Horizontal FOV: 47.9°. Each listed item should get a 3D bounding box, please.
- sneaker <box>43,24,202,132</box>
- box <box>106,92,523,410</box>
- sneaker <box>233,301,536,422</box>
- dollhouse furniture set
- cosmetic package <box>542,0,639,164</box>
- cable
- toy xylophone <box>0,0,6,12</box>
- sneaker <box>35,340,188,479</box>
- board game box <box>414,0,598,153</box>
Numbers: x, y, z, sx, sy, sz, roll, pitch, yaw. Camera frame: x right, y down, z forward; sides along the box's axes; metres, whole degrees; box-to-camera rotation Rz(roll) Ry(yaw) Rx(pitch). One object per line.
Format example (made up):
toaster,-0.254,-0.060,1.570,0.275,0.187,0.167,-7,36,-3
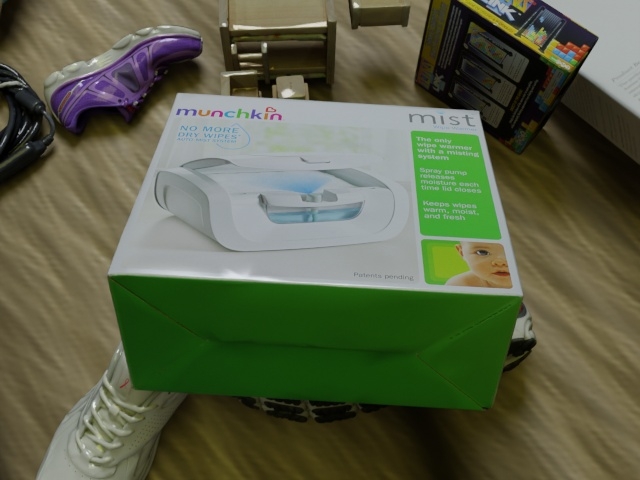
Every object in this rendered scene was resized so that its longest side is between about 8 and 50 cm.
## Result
sneaker,-0.193,-0.162,0.739,0.170,0.068,0.071,-28,88,-2
box,0.000,0.000,0.564,0.262,0.126,0.231,4,41,1
sneaker,0.045,0.082,0.643,0.279,0.107,0.118,-8,53,-8
dollhouse furniture set,-0.003,-0.160,0.705,0.182,0.101,0.160,-3,63,-2
cosmetic package,0.295,-0.163,0.674,0.117,0.085,0.231,-34,47,4
cable,-0.368,-0.106,0.713,0.184,0.047,0.150,-40,75,-13
toy xylophone,-0.377,-0.390,0.753,0.236,0.081,0.322,26,63,-16
sneaker,-0.161,0.131,0.595,0.090,0.115,0.232,32,72,10
board game box,0.165,-0.169,0.683,0.141,0.170,0.048,39,78,11
